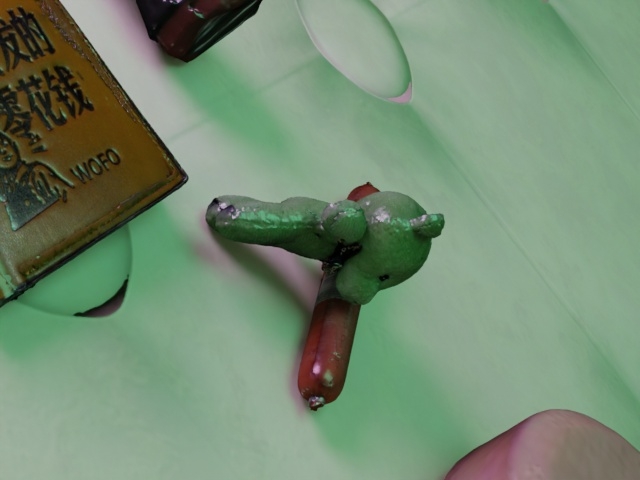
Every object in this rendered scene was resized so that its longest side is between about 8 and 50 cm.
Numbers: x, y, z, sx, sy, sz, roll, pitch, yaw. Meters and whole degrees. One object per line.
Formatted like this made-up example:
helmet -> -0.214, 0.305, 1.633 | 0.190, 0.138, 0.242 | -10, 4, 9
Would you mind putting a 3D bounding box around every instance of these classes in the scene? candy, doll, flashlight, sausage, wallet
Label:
candy -> 0.185, 0.237, 0.901 | 0.255, 0.094, 0.255 | 34, 34, -28
doll -> 0.000, 0.000, 0.897 | 0.150, 0.115, 0.078 | 9, 83, -15
flashlight -> -0.138, -0.238, 0.962 | 0.232, 0.093, 0.093 | 52, 31, 0
sausage -> 0.017, 0.029, 0.948 | 0.034, 0.034, 0.253 | 42, 32, -17
wallet -> -0.172, -0.064, 0.779 | 0.161, 0.042, 0.195 | 52, 30, -2
